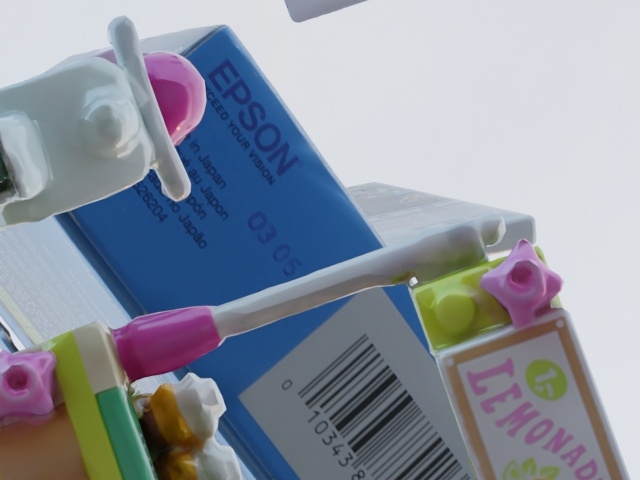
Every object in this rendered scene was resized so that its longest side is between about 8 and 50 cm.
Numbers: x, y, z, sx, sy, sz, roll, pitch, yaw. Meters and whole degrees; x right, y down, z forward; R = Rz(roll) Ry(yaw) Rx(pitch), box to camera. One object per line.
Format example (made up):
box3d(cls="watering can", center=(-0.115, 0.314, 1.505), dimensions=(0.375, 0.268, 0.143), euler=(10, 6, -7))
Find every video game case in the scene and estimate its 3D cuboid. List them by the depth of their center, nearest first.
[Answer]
box3d(cls="video game case", center=(0.000, 0.000, 1.123), dimensions=(0.190, 0.173, 0.022), euler=(-12, -75, -29))

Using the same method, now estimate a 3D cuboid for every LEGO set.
box3d(cls="LEGO set", center=(0.014, 0.095, 0.359), dimensions=(0.107, 0.132, 0.287), euler=(-20, -74, 0))

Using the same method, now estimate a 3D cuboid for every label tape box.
box3d(cls="label tape box", center=(-0.071, 0.031, 0.903), dimensions=(0.106, 0.333, 0.241), euler=(-41, -74, -17))

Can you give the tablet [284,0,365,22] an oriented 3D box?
box3d(cls="tablet", center=(0.016, -0.152, 1.027), dimensions=(0.083, 0.006, 0.054), euler=(-19, -107, -5))
